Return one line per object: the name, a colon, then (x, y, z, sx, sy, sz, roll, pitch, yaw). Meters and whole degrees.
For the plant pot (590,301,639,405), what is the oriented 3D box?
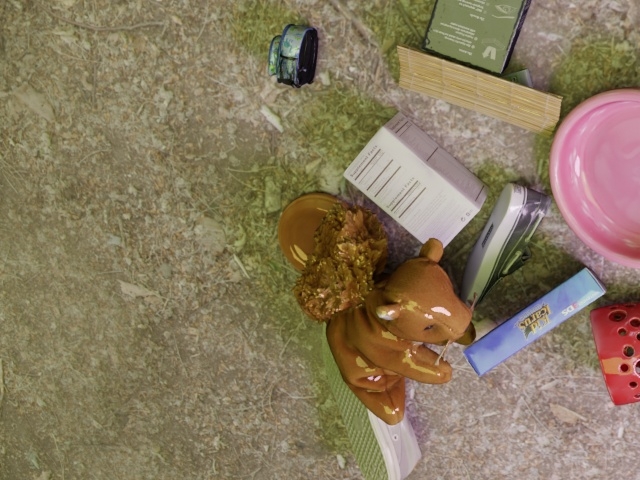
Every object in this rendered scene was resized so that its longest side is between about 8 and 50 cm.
plant pot: (0.622, 0.208, 1.636, 0.174, 0.191, 0.191, -14, 106, 22)

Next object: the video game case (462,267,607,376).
video game case: (0.410, 0.148, 1.624, 0.270, 0.244, 0.061, -37, 78, 14)

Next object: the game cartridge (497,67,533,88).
game cartridge: (0.359, -0.288, 1.625, 0.083, 0.017, 0.056, -13, 110, 25)

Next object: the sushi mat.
sushi mat: (0.291, -0.278, 1.598, 0.317, 0.151, 0.019, 21, 73, 12)

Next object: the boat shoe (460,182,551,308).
boat shoe: (0.366, 0.024, 1.706, 0.102, 0.108, 0.301, 15, 122, -6)

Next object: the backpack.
backpack: (-0.055, -0.369, 1.696, 0.084, 0.105, 0.114, 16, 111, 13)

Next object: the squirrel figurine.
squirrel figurine: (0.115, 0.116, 1.658, 0.397, 0.281, 0.370, 40, 162, 10)

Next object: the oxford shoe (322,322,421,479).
oxford shoe: (0.116, 0.329, 1.922, 0.169, 0.130, 0.449, -13, 94, 55)

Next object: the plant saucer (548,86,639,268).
plant saucer: (0.568, -0.114, 1.523, 0.332, 0.084, 0.332, 28, 131, 38)

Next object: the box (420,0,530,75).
box: (0.286, -0.403, 1.559, 0.156, 0.093, 0.158, 22, 117, 12)

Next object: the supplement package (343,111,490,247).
supplement package: (0.191, -0.116, 1.690, 0.244, 0.139, 0.134, 41, 119, 2)

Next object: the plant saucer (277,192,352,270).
plant saucer: (-0.002, -0.004, 1.855, 0.200, 0.037, 0.199, 8, 115, 17)
